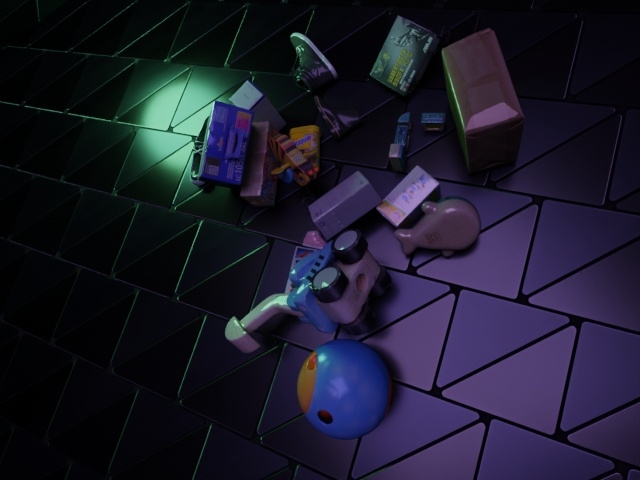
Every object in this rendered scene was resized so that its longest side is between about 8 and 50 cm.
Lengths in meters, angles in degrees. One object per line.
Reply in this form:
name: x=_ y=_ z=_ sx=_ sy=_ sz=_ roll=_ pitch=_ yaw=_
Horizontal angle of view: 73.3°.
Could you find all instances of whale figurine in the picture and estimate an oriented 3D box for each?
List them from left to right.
whale figurine: x=0.384 y=-0.046 z=1.419 sx=0.272 sy=0.216 sz=0.141 roll=-22 pitch=24 yaw=24

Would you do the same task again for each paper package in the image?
paper package: x=0.517 y=-0.429 z=1.386 sx=0.168 sy=0.309 sz=0.325 roll=-15 pitch=70 yaw=17

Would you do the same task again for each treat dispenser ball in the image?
treat dispenser ball: x=0.073 y=0.444 z=1.301 sx=0.288 sy=0.288 sz=0.288 roll=-5 pitch=73 yaw=17

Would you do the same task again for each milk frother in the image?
milk frother: x=0.408 y=-0.775 z=1.649 sx=0.143 sy=0.129 sz=0.135 roll=-26 pitch=60 yaw=-37

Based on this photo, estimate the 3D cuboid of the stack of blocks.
stack of blocks: x=-0.218 y=-0.285 z=1.670 sx=0.087 sy=0.171 sz=0.297 roll=0 pitch=76 yaw=19

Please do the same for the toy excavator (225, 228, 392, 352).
toy excavator: x=-0.055 y=0.188 z=1.395 sx=0.445 sy=0.222 sz=0.433 roll=-3 pitch=46 yaw=45

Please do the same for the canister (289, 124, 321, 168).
canister: x=-0.061 y=-0.354 z=1.691 sx=0.126 sy=0.073 sz=0.170 roll=-4 pitch=75 yaw=18

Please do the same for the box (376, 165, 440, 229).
box: x=0.304 y=-0.136 z=1.482 sx=0.203 sy=0.114 sz=0.103 roll=-45 pitch=68 yaw=3

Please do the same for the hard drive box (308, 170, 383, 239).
hard drive box: x=0.081 y=-0.129 z=1.516 sx=0.232 sy=0.089 sz=0.181 roll=-35 pitch=22 yaw=8

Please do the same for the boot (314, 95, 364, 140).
boot: x=0.071 y=-0.507 z=1.696 sx=0.137 sy=0.077 sz=0.198 roll=-29 pitch=81 yaw=4

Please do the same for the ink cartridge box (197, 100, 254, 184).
ink cartridge box: x=-0.355 y=-0.341 z=1.589 sx=0.151 sy=0.395 sz=0.270 roll=10 pitch=92 yaw=-17

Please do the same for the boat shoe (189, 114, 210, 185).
boat shoe: x=-0.497 y=-0.385 z=1.830 sx=0.108 sy=0.102 sz=0.301 roll=16 pitch=80 yaw=22

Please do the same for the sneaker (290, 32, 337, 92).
sneaker: x=-0.072 y=-0.734 z=1.782 sx=0.147 sy=0.104 sz=0.296 roll=-38 pitch=71 yaw=0

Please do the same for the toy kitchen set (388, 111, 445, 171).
toy kitchen set: x=0.346 y=-0.360 z=1.527 sx=0.166 sy=0.122 sz=0.207 roll=6 pitch=77 yaw=20

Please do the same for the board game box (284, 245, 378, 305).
board game box: x=0.036 y=0.139 z=1.528 sx=0.305 sy=0.053 sz=0.193 roll=10 pitch=79 yaw=21

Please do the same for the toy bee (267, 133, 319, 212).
toy bee: x=-0.066 y=-0.268 z=1.559 sx=0.298 sy=0.162 sz=0.195 roll=39 pitch=67 yaw=-16

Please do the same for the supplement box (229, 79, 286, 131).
supplement box: x=-0.245 y=-0.513 z=1.717 sx=0.114 sy=0.220 sz=0.111 roll=-45 pitch=66 yaw=4

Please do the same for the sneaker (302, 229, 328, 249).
sneaker: x=0.000 y=0.000 z=1.580 sx=0.134 sy=0.051 sz=0.070 roll=14 pitch=85 yaw=26

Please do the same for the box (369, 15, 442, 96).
box: x=0.314 y=-0.685 z=1.608 sx=0.183 sy=0.056 sz=0.231 roll=42 pitch=121 yaw=23
